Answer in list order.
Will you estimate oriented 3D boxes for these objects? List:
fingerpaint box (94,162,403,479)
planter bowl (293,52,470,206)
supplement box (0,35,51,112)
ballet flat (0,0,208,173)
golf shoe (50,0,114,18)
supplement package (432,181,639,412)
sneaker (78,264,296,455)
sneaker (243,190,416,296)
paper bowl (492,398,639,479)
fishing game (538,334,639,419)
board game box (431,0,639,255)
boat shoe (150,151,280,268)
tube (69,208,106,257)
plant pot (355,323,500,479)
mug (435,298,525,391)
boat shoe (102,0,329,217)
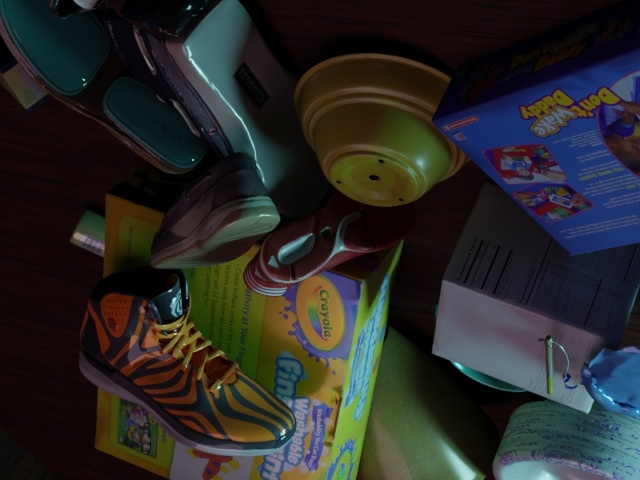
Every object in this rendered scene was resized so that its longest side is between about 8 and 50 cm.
[{"bbox_3d":[-0.110,0.146,1.603,0.371,0.163,0.444,18,122,17],"label":"fingerpaint box"},{"bbox_3d":[0.066,-0.099,1.248,0.217,0.090,0.217,12,150,7],"label":"planter bowl"},{"bbox_3d":[-0.390,-0.225,1.480,0.083,0.056,0.083,42,165,36],"label":"supplement box"},{"bbox_3d":[-0.280,-0.207,1.417,0.342,0.116,0.124,39,170,-29],"label":"ballet flat"},{"bbox_3d":[-0.219,-0.285,1.216,0.077,0.094,0.198,41,148,-24],"label":"golf shoe"},{"bbox_3d":[0.255,0.069,1.348,0.203,0.149,0.194,20,151,13],"label":"supplement package"},{"bbox_3d":[-0.170,0.144,1.453,0.321,0.124,0.180,22,124,15],"label":"sneaker"},{"bbox_3d":[0.000,0.000,1.362,0.128,0.221,0.087,-30,80,58],"label":"sneaker"},{"bbox_3d":[0.404,0.318,1.656,0.284,0.148,0.284,21,152,12],"label":"paper bowl"},{"bbox_3d":[0.372,0.150,1.229,0.264,0.041,0.189,5,149,20],"label":"fishing game"},{"bbox_3d":[0.306,-0.106,1.074,0.233,0.078,0.347,40,150,-24],"label":"board game box"},{"bbox_3d":[-0.130,-0.028,1.336,0.103,0.092,0.285,-5,170,-24],"label":"boat shoe"},{"bbox_3d":[-0.288,0.027,1.872,0.240,0.062,0.070,27,-163,-11],"label":"tube"},{"bbox_3d":[0.114,0.253,1.760,0.237,0.237,0.254,-6,123,47],"label":"plant pot"},{"bbox_3d":[0.236,0.117,1.508,0.129,0.097,0.157,9,147,32],"label":"mug"},{"bbox_3d":[-0.113,-0.167,1.326,0.158,0.127,0.340,21,153,40],"label":"boat shoe"}]
